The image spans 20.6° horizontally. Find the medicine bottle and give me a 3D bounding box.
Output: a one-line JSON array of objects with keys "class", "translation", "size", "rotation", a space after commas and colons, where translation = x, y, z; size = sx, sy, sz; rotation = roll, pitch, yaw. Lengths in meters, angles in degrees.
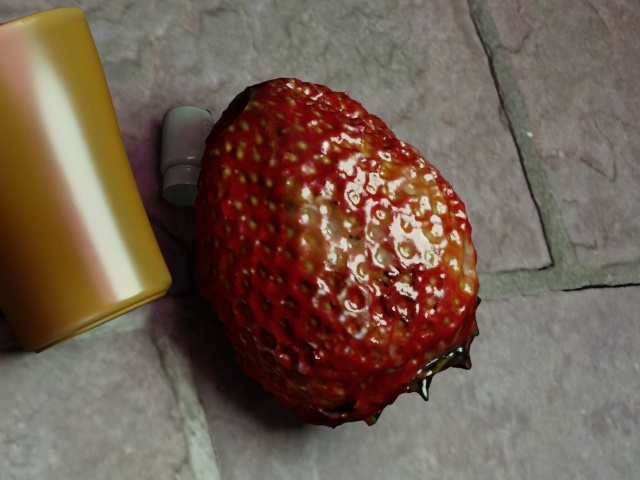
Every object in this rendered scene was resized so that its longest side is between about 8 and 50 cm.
[{"class": "medicine bottle", "translation": [-0.120, -0.076, 1.583], "size": [0.047, 0.047, 0.083], "rotation": [18, 58, -30]}]

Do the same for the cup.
[{"class": "cup", "translation": [-0.224, -0.055, 1.429], "size": [0.264, 0.182, 0.226], "rotation": [66, 15, 0]}]

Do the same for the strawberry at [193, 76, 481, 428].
[{"class": "strawberry", "translation": [0.000, 0.000, 1.502], "size": [0.238, 0.250, 0.288], "rotation": [-39, 120, -8]}]
